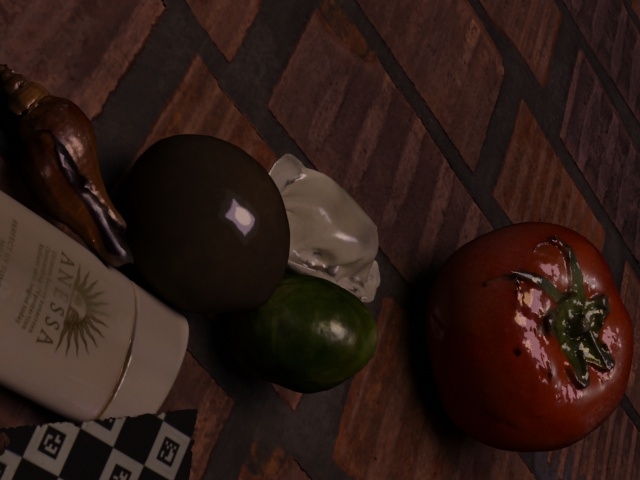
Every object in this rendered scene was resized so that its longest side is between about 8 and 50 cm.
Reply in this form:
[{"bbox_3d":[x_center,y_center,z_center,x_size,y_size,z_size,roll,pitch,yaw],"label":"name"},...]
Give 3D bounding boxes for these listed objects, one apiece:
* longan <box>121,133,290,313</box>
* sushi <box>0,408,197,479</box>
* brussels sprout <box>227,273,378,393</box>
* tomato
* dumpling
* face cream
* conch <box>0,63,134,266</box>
[{"bbox_3d":[-0.125,-0.013,1.281,0.198,0.198,0.212,-58,142,-45],"label":"longan"},{"bbox_3d":[-0.204,0.313,1.113,0.264,0.050,0.290,7,88,-53],"label":"sushi"},{"bbox_3d":[-0.025,0.106,1.383,0.161,0.180,0.144,-39,119,-63],"label":"brussels sprout"},{"bbox_3d":[0.292,0.145,1.738,0.341,0.272,0.342,10,74,-38],"label":"tomato"},{"bbox_3d":[0.000,0.000,1.494,0.250,0.132,0.162,45,42,-36],"label":"dumpling"},{"bbox_3d":[-0.270,0.072,1.140,0.348,0.081,0.174,40,47,-39],"label":"face cream"},{"bbox_3d":[-0.259,-0.082,1.180,0.086,0.080,0.233,-17,71,-33],"label":"conch"}]
